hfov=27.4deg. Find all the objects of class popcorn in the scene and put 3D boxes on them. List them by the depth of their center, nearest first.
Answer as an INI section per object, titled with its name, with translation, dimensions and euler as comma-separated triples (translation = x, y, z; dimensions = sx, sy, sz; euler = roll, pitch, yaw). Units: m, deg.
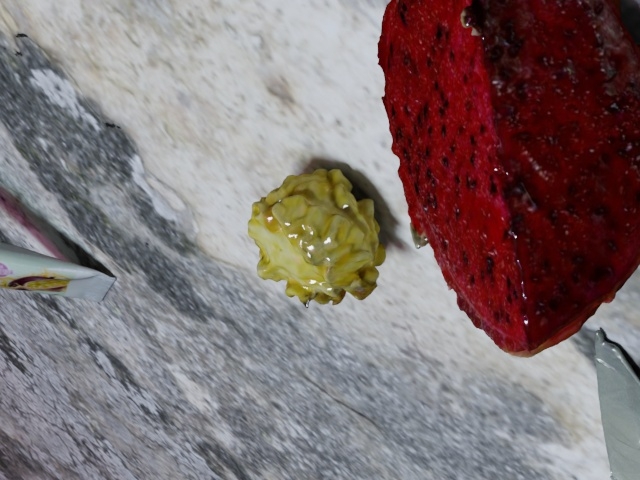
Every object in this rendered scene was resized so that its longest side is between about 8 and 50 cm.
[popcorn]
translation = 0.000, 0.000, 0.700
dimensions = 0.083, 0.057, 0.082
euler = 39, 148, 21

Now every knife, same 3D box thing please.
[knife]
translation = 0.181, 0.157, 0.703
dimensions = 0.047, 0.017, 0.298
euler = 28, 151, 46

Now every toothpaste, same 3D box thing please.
[toothpaste]
translation = -0.325, 0.003, 1.064
dimensions = 0.314, 0.056, 0.058
euler = 15, -158, -14

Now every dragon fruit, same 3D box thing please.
[dragon fruit]
translation = 0.074, -0.045, 0.497
dimensions = 0.106, 0.083, 0.162
euler = 176, 79, -70
